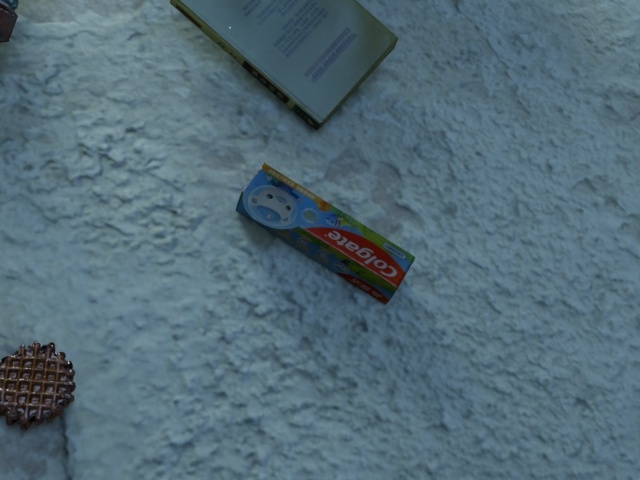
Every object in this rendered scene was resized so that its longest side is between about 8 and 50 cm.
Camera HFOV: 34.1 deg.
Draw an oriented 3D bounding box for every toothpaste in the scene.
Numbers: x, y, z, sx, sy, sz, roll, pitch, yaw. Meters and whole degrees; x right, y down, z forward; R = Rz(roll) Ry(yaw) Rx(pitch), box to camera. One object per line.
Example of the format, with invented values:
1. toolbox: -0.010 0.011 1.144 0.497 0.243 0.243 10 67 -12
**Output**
1. toothpaste: 0.000 0.000 1.111 0.193 0.044 0.070 32 57 3

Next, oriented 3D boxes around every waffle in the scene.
1. waffle: -0.265 0.133 0.951 0.083 0.029 0.075 -32 70 -28

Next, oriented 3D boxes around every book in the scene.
1. book: -0.040 -0.260 1.232 0.231 0.026 0.161 41 69 0

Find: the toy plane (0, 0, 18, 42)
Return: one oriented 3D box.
1. toy plane: -0.452 -0.333 1.136 0.326 0.104 0.223 24 54 2
